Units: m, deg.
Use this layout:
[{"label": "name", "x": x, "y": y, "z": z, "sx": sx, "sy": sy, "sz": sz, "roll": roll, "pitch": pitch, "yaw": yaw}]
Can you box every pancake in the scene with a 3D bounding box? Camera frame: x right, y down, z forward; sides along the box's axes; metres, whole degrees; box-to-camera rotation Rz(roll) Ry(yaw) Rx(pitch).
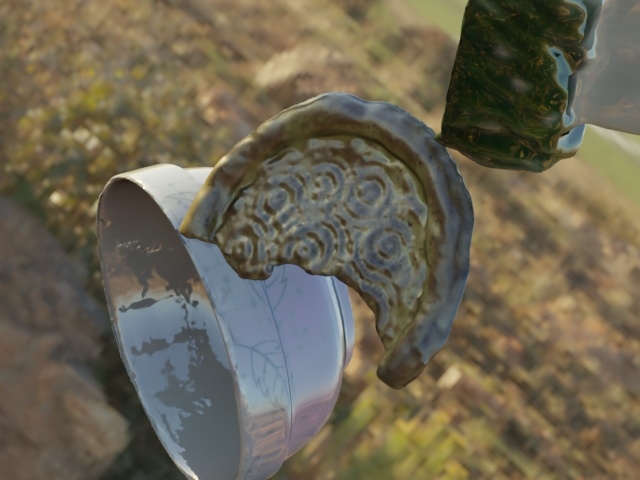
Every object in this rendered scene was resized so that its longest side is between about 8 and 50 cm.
[{"label": "pancake", "x": 0.000, "y": 0.000, "z": 1.056, "sx": 0.020, "sy": 0.190, "sz": 0.184, "roll": 29, "pitch": 58, "yaw": -57}]

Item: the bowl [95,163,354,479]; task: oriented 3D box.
[{"label": "bowl", "x": -0.071, "y": 0.061, "z": 1.559, "sx": 0.144, "sy": 0.287, "sz": 0.287, "roll": -19, "pitch": 48, "yaw": -24}]

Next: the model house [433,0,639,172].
[{"label": "model house", "x": 0.206, "y": -0.134, "z": 0.647, "sx": 0.301, "sy": 0.271, "sz": 0.190, "roll": 19, "pitch": 39, "yaw": 10}]
